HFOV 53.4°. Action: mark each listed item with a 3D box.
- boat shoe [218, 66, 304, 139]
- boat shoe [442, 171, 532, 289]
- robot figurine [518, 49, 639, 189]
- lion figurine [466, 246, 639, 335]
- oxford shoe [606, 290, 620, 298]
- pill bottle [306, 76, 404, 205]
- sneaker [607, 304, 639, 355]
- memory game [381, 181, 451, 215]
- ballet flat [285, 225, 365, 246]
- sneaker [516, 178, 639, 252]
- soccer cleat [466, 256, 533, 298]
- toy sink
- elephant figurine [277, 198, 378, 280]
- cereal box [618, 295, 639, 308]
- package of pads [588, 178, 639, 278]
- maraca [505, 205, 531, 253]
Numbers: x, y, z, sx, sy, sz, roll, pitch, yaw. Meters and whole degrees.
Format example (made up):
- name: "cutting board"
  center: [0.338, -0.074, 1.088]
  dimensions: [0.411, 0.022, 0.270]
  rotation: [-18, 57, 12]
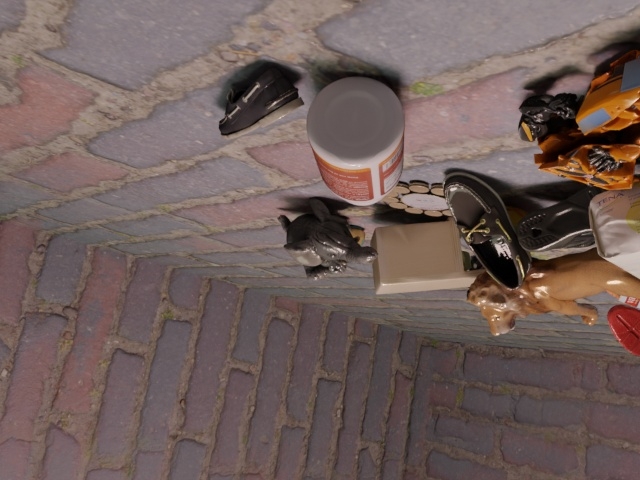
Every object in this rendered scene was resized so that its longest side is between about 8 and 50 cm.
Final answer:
- name: "boat shoe"
  center: [-0.093, -0.188, 0.876]
  dimensions: [0.206, 0.075, 0.064]
  rotation: [-1, 122, 60]
- name: "boat shoe"
  center: [0.278, -0.015, 1.061]
  dimensions: [0.081, 0.068, 0.227]
  rotation: [-27, 113, 39]
- name: "robot figurine"
  center: [0.345, -0.125, 0.687]
  dimensions: [0.211, 0.084, 0.291]
  rotation: [14, 167, -11]
- name: "lion figurine"
  center: [0.465, 0.069, 1.130]
  dimensions: [0.240, 0.142, 0.392]
  rotation: [16, 150, -25]
- name: "oxford shoe"
  center: [0.745, 0.072, 1.269]
  dimensions: [0.364, 0.130, 0.132]
  rotation: [8, 137, 38]
- name: "pill bottle"
  center: [0.052, -0.121, 0.864]
  dimensions: [0.121, 0.121, 0.216]
  rotation: [9, 167, 8]
- name: "sneaker"
  center: [0.672, 0.187, 1.359]
  dimensions: [0.221, 0.087, 0.128]
  rotation: [35, -167, -17]
- name: "memory game"
  center: [0.202, -0.077, 1.200]
  dimensions: [0.186, 0.012, 0.186]
  rotation: [9, 168, 2]
- name: "ballet flat"
  center: [0.000, 0.000, 1.569]
  dimensions: [0.232, 0.073, 0.080]
  rotation: [2, 165, 35]
- name: "sneaker"
  center: [0.442, -0.042, 1.016]
  dimensions: [0.130, 0.087, 0.228]
  rotation: [-9, 167, -45]
- name: "soccer cleat"
  center: [0.428, 0.088, 1.556]
  dimensions: [0.117, 0.108, 0.318]
  rotation: [5, 165, 6]
- name: "toy sink"
  center: [0.230, 0.032, 1.341]
  dimensions: [0.234, 0.131, 0.153]
  rotation: [-5, 168, 0]
- name: "elephant figurine"
  center: [0.008, -0.007, 1.362]
  dimensions: [0.186, 0.169, 0.239]
  rotation: [-10, 171, -3]
- name: "cereal box"
  center: [0.700, 0.092, 1.177]
  dimensions: [0.240, 0.047, 0.173]
  rotation: [23, 144, 23]
- name: "package of pads"
  center: [0.517, -0.030, 0.787]
  dimensions: [0.297, 0.101, 0.229]
  rotation: [-24, 149, 39]
- name: "maraca"
  center: [0.346, -0.010, 1.184]
  dimensions: [0.127, 0.099, 0.186]
  rotation: [14, 176, 15]
